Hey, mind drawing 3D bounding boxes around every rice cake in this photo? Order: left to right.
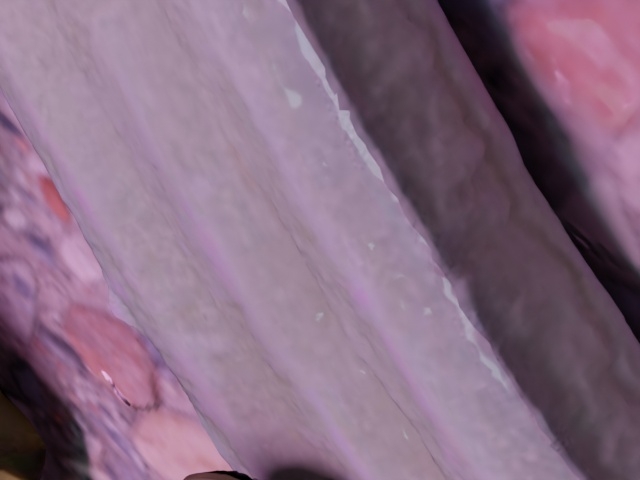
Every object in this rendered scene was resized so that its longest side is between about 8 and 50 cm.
[{"bbox_3d":[0.000,0.000,0.400,0.237,0.043,0.127,58,148,-10],"label":"rice cake"}]

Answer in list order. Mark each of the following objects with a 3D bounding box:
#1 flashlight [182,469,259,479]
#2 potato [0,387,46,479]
[{"bbox_3d":[0.007,0.073,0.395,0.121,0.035,0.057,21,170,31],"label":"flashlight"},{"bbox_3d":[-0.294,0.102,0.596,0.213,0.330,0.280,43,113,50],"label":"potato"}]
